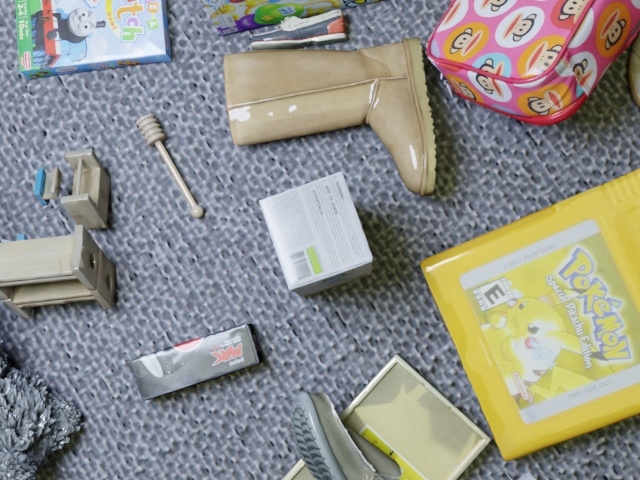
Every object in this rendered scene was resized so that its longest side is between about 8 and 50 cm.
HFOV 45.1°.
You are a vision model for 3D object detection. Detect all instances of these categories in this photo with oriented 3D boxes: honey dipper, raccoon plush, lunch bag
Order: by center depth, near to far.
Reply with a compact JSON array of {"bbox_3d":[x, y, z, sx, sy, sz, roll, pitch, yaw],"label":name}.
[{"bbox_3d":[-0.442,0.140,0.901,0.299,0.446,0.216,25,53,5],"label":"raccoon plush"},{"bbox_3d":[0.275,-0.307,0.991,0.293,0.120,0.258,-53,44,-2],"label":"lunch bag"},{"bbox_3d":[-0.208,-0.102,1.079,0.030,0.030,0.161,-29,85,0],"label":"honey dipper"}]

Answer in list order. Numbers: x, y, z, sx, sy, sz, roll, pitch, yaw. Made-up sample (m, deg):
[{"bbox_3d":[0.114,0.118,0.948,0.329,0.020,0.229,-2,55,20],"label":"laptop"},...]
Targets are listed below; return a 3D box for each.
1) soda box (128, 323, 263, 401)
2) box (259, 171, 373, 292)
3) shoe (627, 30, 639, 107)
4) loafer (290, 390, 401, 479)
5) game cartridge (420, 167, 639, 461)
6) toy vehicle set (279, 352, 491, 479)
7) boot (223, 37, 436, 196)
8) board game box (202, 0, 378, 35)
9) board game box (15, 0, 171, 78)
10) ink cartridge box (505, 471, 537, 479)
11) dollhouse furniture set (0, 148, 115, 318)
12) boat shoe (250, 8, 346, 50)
[{"bbox_3d":[-0.166,0.163,1.037,0.168,0.053,0.060,-18,84,1],"label":"soda box"},{"bbox_3d":[0.000,0.000,0.968,0.103,0.203,0.114,-19,82,1],"label":"box"},{"bbox_3d":[0.469,-0.281,1.040,0.076,0.058,0.219,13,85,5],"label":"shoe"},{"bbox_3d":[0.047,0.291,0.967,0.087,0.094,0.251,-30,93,-24],"label":"loafer"},{"bbox_3d":[0.329,0.094,0.984,0.323,0.052,0.285,-25,83,14],"label":"game cartridge"},{"bbox_3d":[0.073,0.302,1.017,0.166,0.035,0.267,43,88,7],"label":"toy vehicle set"},{"bbox_3d":[0.013,-0.157,1.047,0.269,0.089,0.236,-7,72,2],"label":"boot"},{"bbox_3d":[-0.027,-0.393,1.040,0.275,0.142,0.144,-11,84,3],"label":"board game box"},{"bbox_3d":[-0.326,-0.325,1.103,0.211,0.039,0.160,-6,84,2],"label":"board game box"},{"bbox_3d":[0.277,0.332,0.996,0.028,0.048,0.083,-34,84,0],"label":"ink cartridge box"},{"bbox_3d":[-0.357,-0.006,1.047,0.129,0.129,0.184,-6,60,3],"label":"dollhouse furniture set"},{"bbox_3d":[-0.032,-0.292,1.076,0.137,0.049,0.043,-9,93,-2],"label":"boat shoe"}]
